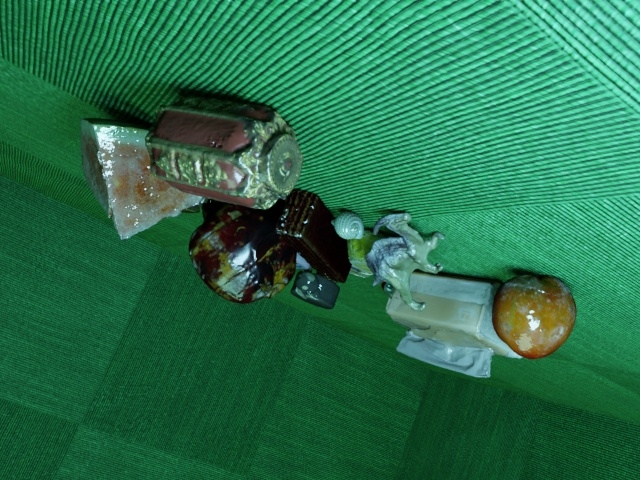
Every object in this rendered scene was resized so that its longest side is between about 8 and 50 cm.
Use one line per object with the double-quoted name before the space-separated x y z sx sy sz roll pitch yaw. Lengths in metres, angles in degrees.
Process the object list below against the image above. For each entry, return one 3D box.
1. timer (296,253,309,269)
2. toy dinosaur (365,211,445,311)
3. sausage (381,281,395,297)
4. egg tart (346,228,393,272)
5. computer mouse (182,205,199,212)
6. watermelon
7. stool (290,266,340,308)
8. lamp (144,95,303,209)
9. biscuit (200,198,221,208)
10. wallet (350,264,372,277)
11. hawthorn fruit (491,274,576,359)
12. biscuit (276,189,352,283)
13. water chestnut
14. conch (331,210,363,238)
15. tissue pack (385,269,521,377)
"timer" -0.134 0.024 1.893 0.208 0.069 0.190 30 165 -37
"toy dinosaur" 0.179 0.041 1.310 0.162 0.077 0.294 21 135 8
"sausage" 0.240 0.152 1.791 0.083 0.083 0.264 14 164 32
"egg tart" 0.141 0.038 1.472 0.197 0.078 0.197 20 170 4
"computer mouse" -0.430 -0.129 1.609 0.125 0.056 0.245 9 159 47
"watermelon" -0.398 -0.147 1.331 0.193 0.232 0.310 53 -161 23
"stool" -0.006 0.140 1.994 0.153 0.139 0.228 22 168 -2
"lamp" -0.163 -0.149 1.016 0.273 0.177 0.177 17 167 31
"biscuit" -0.294 -0.111 1.642 0.324 0.044 0.217 31 167 -27
"wallet" 0.103 0.071 1.757 0.110 0.040 0.155 23 168 -1
"hawthorn fruit" 0.433 0.154 1.242 0.172 0.173 0.173 21 167 5
"biscuit" 0.000 0.000 1.476 0.073 0.107 0.388 16 166 23
"water chestnut" -0.189 0.018 1.490 0.244 0.289 0.289 10 163 40
"conch" 0.063 -0.037 1.340 0.076 0.057 0.085 12 -152 -35
"tissue pack" 0.337 0.215 1.542 0.238 0.239 0.305 31 165 -36
